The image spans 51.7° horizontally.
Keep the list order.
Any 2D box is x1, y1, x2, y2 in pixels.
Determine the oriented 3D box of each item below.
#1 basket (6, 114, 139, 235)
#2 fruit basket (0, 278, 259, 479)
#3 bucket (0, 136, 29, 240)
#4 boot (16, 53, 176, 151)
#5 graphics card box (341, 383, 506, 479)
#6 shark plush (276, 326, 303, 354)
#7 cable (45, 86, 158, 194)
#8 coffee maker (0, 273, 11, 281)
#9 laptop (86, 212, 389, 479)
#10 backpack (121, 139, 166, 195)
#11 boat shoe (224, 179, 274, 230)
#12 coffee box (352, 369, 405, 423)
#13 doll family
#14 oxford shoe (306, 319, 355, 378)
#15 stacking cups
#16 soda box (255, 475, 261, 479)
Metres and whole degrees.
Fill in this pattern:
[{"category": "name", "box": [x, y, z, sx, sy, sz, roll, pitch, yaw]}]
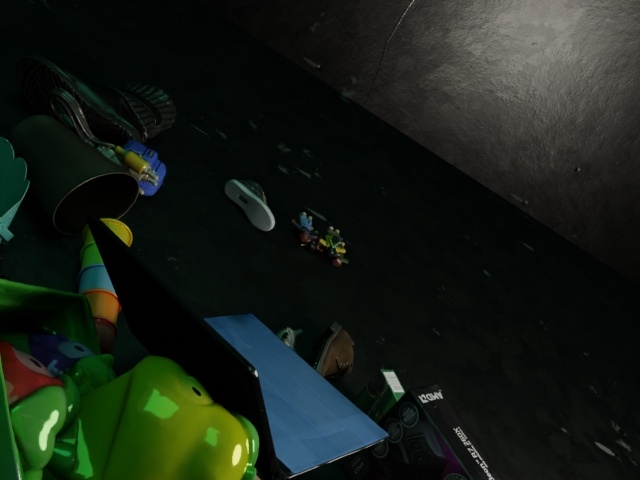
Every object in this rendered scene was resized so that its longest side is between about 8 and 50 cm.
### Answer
[{"category": "basket", "box": [-0.521, -0.142, 1.350, 0.227, 0.154, 0.204, 41, 32, 19]}, {"category": "fruit basket", "box": [-0.264, 0.186, 0.748, 0.392, 0.392, 0.283, -5, 81, -50]}, {"category": "bucket", "box": [-0.634, -0.067, 1.073, 0.281, 0.183, 0.281, 26, 30, -16]}, {"category": "boot", "box": [-0.551, -0.360, 1.657, 0.348, 0.131, 0.260, 40, 34, -13]}, {"category": "graphics card box", "box": [0.212, 0.460, 1.115, 0.094, 0.233, 0.371, 4, 42, -43]}, {"category": "shark plush", "box": [-0.073, 0.224, 1.393, 0.067, 0.073, 0.161, 55, 7, -3]}, {"category": "cable", "box": [-0.481, -0.207, 1.444, 0.287, 0.139, 0.072, 49, 50, -9]}, {"category": "coffee maker", "box": [-0.487, 0.150, 0.994, 0.178, 0.120, 0.171, 53, 8, 29]}, {"category": "laptop", "box": [-0.109, 0.144, 1.003, 0.236, 0.408, 0.382, -34, 51, -27]}, {"category": "backpack", "box": [-0.421, -0.166, 1.541, 0.120, 0.101, 0.098, 33, 34, -16]}, {"category": "boat shoe", "box": [-0.166, -0.100, 1.744, 0.183, 0.065, 0.083, 45, 31, 21]}, {"category": "coffee box", "box": [0.141, 0.362, 1.315, 0.040, 0.113, 0.184, 12, 37, -38]}, {"category": "doll family", "box": [0.000, 0.000, 1.769, 0.193, 0.076, 0.111, 23, 34, -11]}, {"category": "oxford shoe", "box": [0.027, 0.253, 1.394, 0.096, 0.083, 0.227, 40, 29, 1]}, {"category": "stacking cups", "box": [-0.401, 0.096, 1.189, 0.096, 0.096, 0.316, 20, 36, -25]}, {"category": "soda box", "box": [-0.173, 0.354, 1.049, 0.181, 0.058, 0.061, 44, 30, 16]}]
